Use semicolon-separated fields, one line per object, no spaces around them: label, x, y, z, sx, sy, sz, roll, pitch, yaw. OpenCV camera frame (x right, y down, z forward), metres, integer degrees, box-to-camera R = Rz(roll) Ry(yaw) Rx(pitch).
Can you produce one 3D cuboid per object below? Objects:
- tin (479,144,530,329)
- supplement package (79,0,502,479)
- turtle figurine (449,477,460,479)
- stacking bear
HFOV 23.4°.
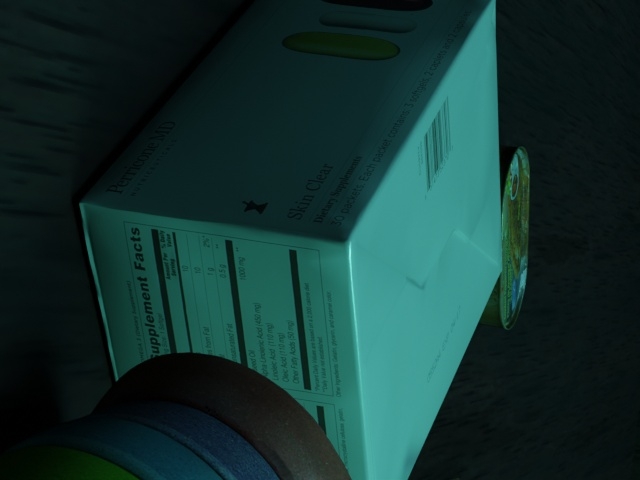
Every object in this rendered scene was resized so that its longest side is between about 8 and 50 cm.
tin;0.178;-0.003;1.534;0.106;0.040;0.189;-52;144;-61
supplement package;0.000;0.000;0.878;0.262;0.145;0.204;-59;150;-50
turtle figurine;-0.006;0.196;0.945;0.269;0.087;0.217;19;-88;66
stacking bear;-0.114;0.174;0.629;0.289;0.175;0.164;-36;133;-54
